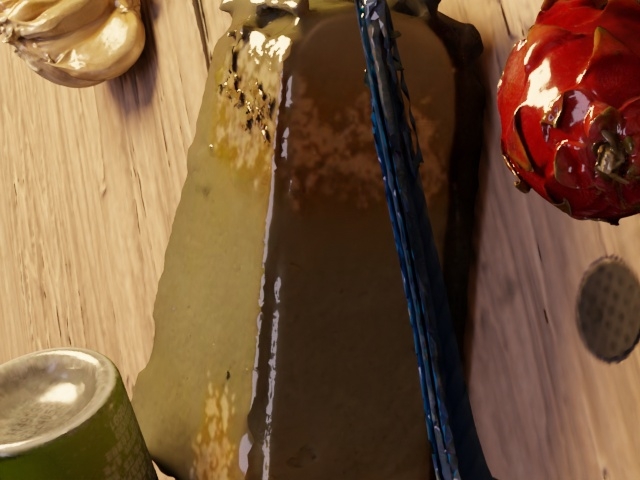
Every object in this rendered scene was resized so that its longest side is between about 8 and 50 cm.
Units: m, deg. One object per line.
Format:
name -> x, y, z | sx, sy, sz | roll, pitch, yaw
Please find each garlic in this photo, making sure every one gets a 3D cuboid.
garlic -> -0.168, -0.145, 1.309 | 0.113, 0.094, 0.074 | 45, 165, 43

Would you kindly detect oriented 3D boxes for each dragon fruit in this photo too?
dragon fruit -> 0.123, -0.078, 0.856 | 0.190, 0.094, 0.094 | -90, 25, -47

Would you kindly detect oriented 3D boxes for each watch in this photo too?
watch -> 0.161, 0.016, 0.743 | 0.276, 0.068, 0.274 | -6, 98, 19

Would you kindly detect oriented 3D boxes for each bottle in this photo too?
bottle -> -0.104, 0.216, 1.039 | 0.093, 0.093, 0.330 | 32, 145, 54

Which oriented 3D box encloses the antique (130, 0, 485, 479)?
antique -> 0.000, 0.000, 0.987 | 0.150, 0.125, 0.284 | 24, 108, 55
